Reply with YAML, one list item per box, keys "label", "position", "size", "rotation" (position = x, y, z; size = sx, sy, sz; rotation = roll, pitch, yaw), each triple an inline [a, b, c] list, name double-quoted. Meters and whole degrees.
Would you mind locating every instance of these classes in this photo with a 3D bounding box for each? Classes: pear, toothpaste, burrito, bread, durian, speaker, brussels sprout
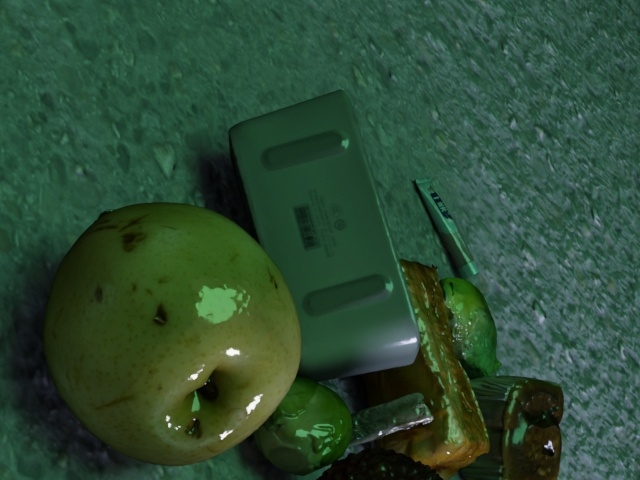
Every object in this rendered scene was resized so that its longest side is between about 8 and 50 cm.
- label: "pear"
  position: [-0.180, 0.105, 1.612]
  size: [0.309, 0.309, 0.309]
  rotation: [33, 43, -38]
- label: "toothpaste"
  position: [0.232, -0.025, 2.513]
  size: [0.056, 0.036, 0.205]
  rotation: [-13, 75, -58]
- label: "burrito"
  position: [0.078, 0.267, 1.996]
  size: [0.042, 0.171, 0.051]
  rotation: [65, 7, -63]
- label: "bread"
  position: [0.140, 0.203, 2.123]
  size: [0.195, 0.148, 0.344]
  rotation: [19, 51, -60]
- label: "bread"
  position: [0.330, 0.324, 2.296]
  size: [0.209, 0.109, 0.192]
  rotation: [15, 78, -50]
- label: "durian"
  position: [0.244, 0.143, 2.314]
  size: [0.139, 0.101, 0.250]
  rotation: [-109, 177, -53]
- label: "speaker"
  position: [0.000, 0.000, 1.985]
  size: [0.183, 0.184, 0.406]
  rotation: [93, -19, -73]
- label: "brussels sprout"
  position: [-0.027, 0.255, 1.871]
  size: [0.155, 0.117, 0.155]
  rotation: [15, 41, -13]

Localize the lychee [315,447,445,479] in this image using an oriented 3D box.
- label: "lychee"
  position: [0.076, 0.423, 1.810]
  size: [0.271, 0.271, 0.271]
  rotation: [33, 43, -38]
